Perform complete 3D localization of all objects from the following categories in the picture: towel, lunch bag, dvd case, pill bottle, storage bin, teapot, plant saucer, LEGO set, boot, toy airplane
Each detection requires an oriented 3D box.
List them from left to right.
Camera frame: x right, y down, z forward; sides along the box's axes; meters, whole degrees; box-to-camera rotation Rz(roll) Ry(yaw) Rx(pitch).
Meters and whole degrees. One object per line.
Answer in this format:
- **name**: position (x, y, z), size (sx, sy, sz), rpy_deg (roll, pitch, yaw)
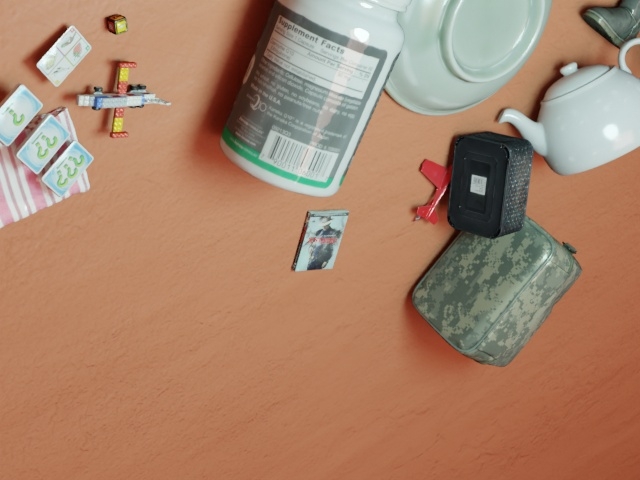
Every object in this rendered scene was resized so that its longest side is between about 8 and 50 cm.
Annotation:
- **towel**: position (-0.429, -0.092, 1.516), size (0.197, 0.029, 0.144), rpy_deg (-26, 133, -22)
- **LEGO set**: position (-0.324, -0.192, 1.491), size (0.244, 0.060, 0.182), rpy_deg (-52, 141, -12)
- **dvd case**: position (0.000, 0.000, 1.925), size (0.087, 0.013, 0.119), rpy_deg (-3, 119, -37)
- **pill bottle**: position (0.002, -0.264, 1.606), size (0.204, 0.204, 0.361), rpy_deg (9, 113, -41)
- **toy airplane**: position (0.224, -0.093, 2.023), size (0.151, 0.028, 0.151), rpy_deg (-21, 129, -29)
- **plant saucer**: position (0.269, -0.383, 1.809), size (0.401, 0.100, 0.400), rpy_deg (-20, 129, -27)
- **storage bin**: position (0.314, -0.105, 1.989), size (0.084, 0.122, 0.180), rpy_deg (-15, 115, -46)
- **lunch bag**: position (0.368, 0.102, 2.140), size (0.305, 0.212, 0.256), rpy_deg (-53, 140, 8)
- **teapot**: position (0.514, -0.253, 2.027), size (0.256, 0.253, 0.187), rpy_deg (-34, 100, -44)
- **boot**: position (0.599, -0.473, 2.021), size (0.208, 0.076, 0.190), rpy_deg (-54, 151, 15)
